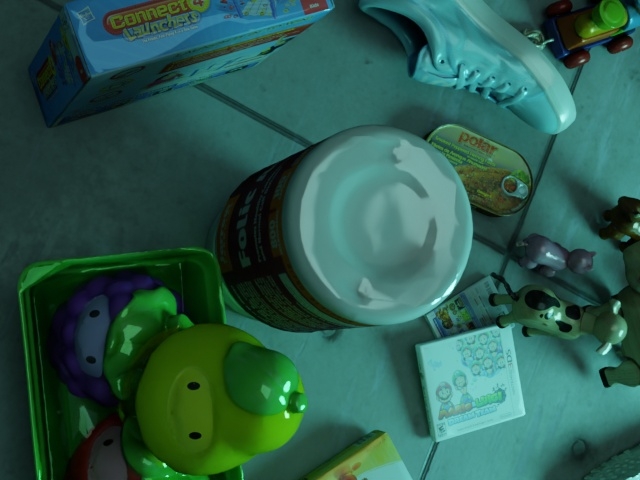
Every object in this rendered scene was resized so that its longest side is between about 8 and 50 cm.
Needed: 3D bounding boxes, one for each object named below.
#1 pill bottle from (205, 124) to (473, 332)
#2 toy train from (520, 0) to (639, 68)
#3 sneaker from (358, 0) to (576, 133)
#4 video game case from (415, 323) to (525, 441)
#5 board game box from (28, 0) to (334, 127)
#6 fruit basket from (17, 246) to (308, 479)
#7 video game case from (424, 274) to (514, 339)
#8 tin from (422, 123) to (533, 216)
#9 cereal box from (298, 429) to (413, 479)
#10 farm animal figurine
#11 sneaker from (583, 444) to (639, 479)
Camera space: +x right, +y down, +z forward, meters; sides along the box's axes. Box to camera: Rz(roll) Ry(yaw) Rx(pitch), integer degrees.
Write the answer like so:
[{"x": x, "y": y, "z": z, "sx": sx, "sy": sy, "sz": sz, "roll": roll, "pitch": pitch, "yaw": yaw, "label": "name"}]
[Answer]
[{"x": 0.000, "y": 0.000, "z": 1.424, "sx": 0.224, "sy": 0.392, "sz": 0.224, "roll": 3, "pitch": 83, "yaw": -21, "label": "pill bottle"}, {"x": 0.398, "y": -0.324, "z": 1.748, "sx": 0.248, "sy": 0.143, "sz": 0.105, "roll": -20, "pitch": 92, "yaw": -22, "label": "toy train"}, {"x": 0.202, "y": -0.260, "z": 1.683, "sx": 0.366, "sy": 0.135, "sz": 0.150, "roll": 42, "pitch": 79, "yaw": -3, "label": "sneaker"}, {"x": 0.219, "y": 0.203, "z": 1.681, "sx": 0.157, "sy": 0.019, "sz": 0.143, "roll": -12, "pitch": 95, "yaw": -24, "label": "video game case"}, {"x": -0.183, "y": -0.247, "z": 1.427, "sx": 0.308, "sy": 0.302, "sz": 0.086, "roll": -20, "pitch": 92, "yaw": -22, "label": "board game box"}, {"x": -0.192, "y": 0.192, "z": 1.346, "sx": 0.283, "sy": 0.392, "sz": 0.392, "roll": -5, "pitch": 86, "yaw": -22, "label": "fruit basket"}, {"x": 0.219, "y": 0.117, "z": 1.703, "sx": 0.122, "sy": 0.011, "sz": 0.087, "roll": -30, "pitch": 96, "yaw": -22, "label": "video game case"}, {"x": 0.228, "y": -0.103, "z": 1.717, "sx": 0.190, "sy": 0.040, "sz": 0.106, "roll": 23, "pitch": 81, "yaw": -18, "label": "tin"}, {"x": 0.071, "y": 0.407, "z": 1.594, "sx": 0.173, "sy": 0.047, "sz": 0.240, "roll": -31, "pitch": 96, "yaw": -20, "label": "cereal box"}, {"x": 0.445, "y": 0.095, "z": 1.690, "sx": 0.330, "sy": 0.172, "sz": 0.326, "roll": -37, "pitch": 99, "yaw": -27, "label": "farm animal figurine"}, {"x": 0.494, "y": 0.364, "z": 1.749, "sx": 0.235, "sy": 0.090, "sz": 0.094, "roll": -21, "pitch": 102, "yaw": -21, "label": "sneaker"}]
